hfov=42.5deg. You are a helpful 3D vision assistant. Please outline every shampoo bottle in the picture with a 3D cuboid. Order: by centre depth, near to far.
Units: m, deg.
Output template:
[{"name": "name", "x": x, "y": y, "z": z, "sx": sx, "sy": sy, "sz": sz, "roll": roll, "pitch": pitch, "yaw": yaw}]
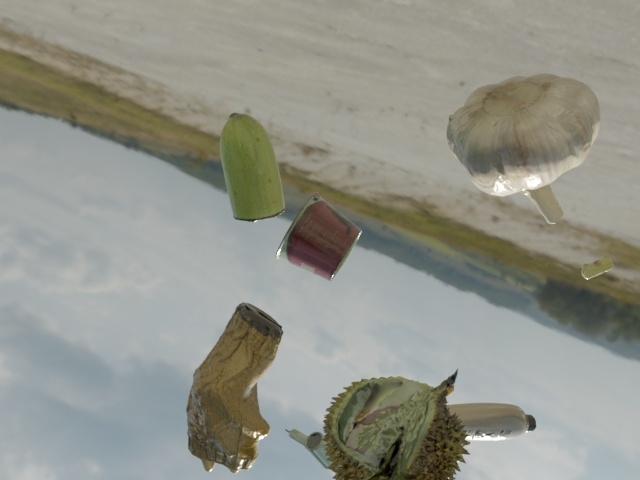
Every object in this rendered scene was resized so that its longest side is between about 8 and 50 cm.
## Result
[{"name": "shampoo bottle", "x": 0.393, "y": 0.429, "z": 1.943, "sx": 0.256, "sy": 0.127, "sz": 0.078, "roll": 4, "pitch": -137, "yaw": -21}]

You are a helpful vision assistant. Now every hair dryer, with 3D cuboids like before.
[{"name": "hair dryer", "x": -0.023, "y": 0.338, "z": 1.391, "sx": 0.124, "sy": 0.038, "sz": 0.063, "roll": 17, "pitch": 149, "yaw": 50}]

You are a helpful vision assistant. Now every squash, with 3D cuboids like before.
[{"name": "squash", "x": -0.164, "y": -0.178, "z": 1.922, "sx": 0.132, "sy": 0.247, "sz": 0.132, "roll": -10, "pitch": -162, "yaw": 3}]

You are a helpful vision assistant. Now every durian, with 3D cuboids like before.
[{"name": "durian", "x": 0.111, "y": 0.280, "z": 1.126, "sx": 0.237, "sy": 0.138, "sz": 0.193, "roll": -28, "pitch": -144, "yaw": -34}]

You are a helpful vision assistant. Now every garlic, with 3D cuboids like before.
[{"name": "garlic", "x": 0.300, "y": -0.121, "z": 1.189, "sx": 0.218, "sy": 0.218, "sz": 0.212, "roll": 29, "pitch": 150, "yaw": 57}]

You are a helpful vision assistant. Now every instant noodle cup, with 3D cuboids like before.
[{"name": "instant noodle cup", "x": 0.000, "y": 0.000, "z": 2.395, "sx": 0.178, "sy": 0.235, "sz": 0.235, "roll": 32, "pitch": -176, "yaw": 5}]

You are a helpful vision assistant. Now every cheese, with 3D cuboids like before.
[{"name": "cheese", "x": 0.694, "y": 0.065, "z": 2.069, "sx": 0.030, "sy": 0.083, "sz": 0.044, "roll": -127, "pitch": 17, "yaw": -58}]

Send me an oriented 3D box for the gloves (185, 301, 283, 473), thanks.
[{"name": "gloves", "x": -0.180, "y": 0.298, "z": 1.642, "sx": 0.155, "sy": 0.356, "sz": 0.203, "roll": 9, "pitch": -169, "yaw": -20}]
